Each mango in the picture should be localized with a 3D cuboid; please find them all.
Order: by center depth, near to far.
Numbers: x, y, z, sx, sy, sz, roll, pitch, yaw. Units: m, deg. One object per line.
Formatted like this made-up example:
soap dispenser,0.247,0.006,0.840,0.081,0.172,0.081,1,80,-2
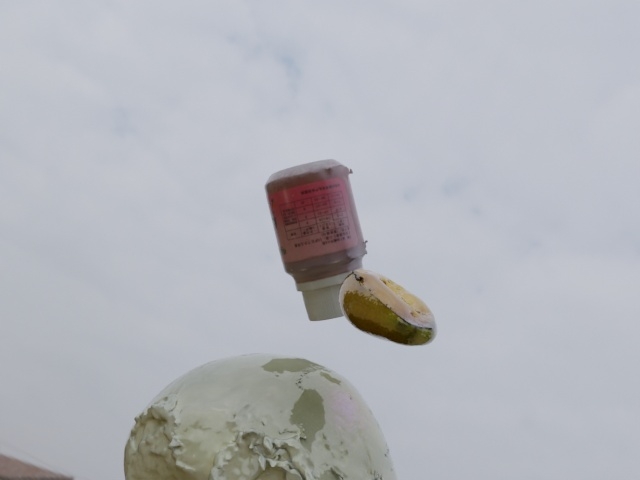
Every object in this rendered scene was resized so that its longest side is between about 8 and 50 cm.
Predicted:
mango,0.074,0.079,0.693,0.101,0.066,0.187,23,2,-18

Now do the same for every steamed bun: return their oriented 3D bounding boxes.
steamed bun,-0.041,0.272,0.763,0.233,0.312,0.334,-40,-90,29

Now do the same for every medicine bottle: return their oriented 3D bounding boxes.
medicine bottle,0.000,0.000,1.030,0.147,0.147,0.247,-11,-88,42
